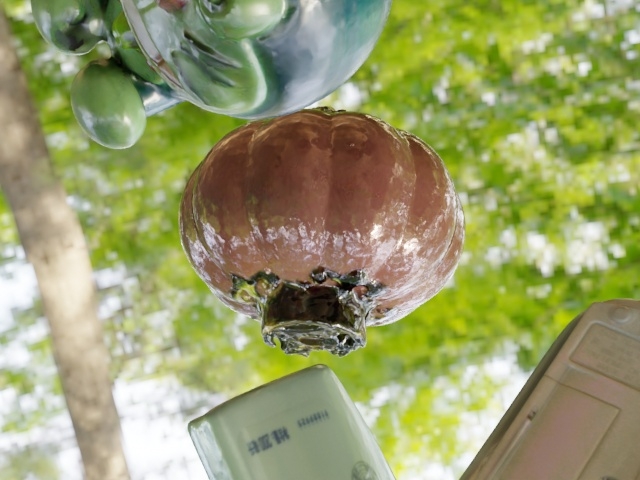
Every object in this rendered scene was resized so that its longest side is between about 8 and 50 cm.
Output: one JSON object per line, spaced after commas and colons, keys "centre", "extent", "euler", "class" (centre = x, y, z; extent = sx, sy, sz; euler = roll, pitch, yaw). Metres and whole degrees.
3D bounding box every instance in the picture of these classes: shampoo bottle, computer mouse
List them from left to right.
{"centre": [0.038, 0.262, 1.078], "extent": [0.134, 0.359, 0.078], "euler": [-18, 170, -43], "class": "shampoo bottle"}
{"centre": [0.124, 0.109, 0.754], "extent": [0.102, 0.045, 0.199], "euler": [23, -126, 23], "class": "computer mouse"}

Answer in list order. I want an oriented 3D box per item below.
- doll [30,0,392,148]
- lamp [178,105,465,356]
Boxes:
{"centre": [-0.069, -0.179, 1.101], "extent": [0.186, 0.199, 0.322], "euler": [-27, -168, -30], "class": "doll"}
{"centre": [0.000, 0.000, 1.677], "extent": [0.305, 0.305, 0.240], "euler": [-3, -115, 20], "class": "lamp"}
